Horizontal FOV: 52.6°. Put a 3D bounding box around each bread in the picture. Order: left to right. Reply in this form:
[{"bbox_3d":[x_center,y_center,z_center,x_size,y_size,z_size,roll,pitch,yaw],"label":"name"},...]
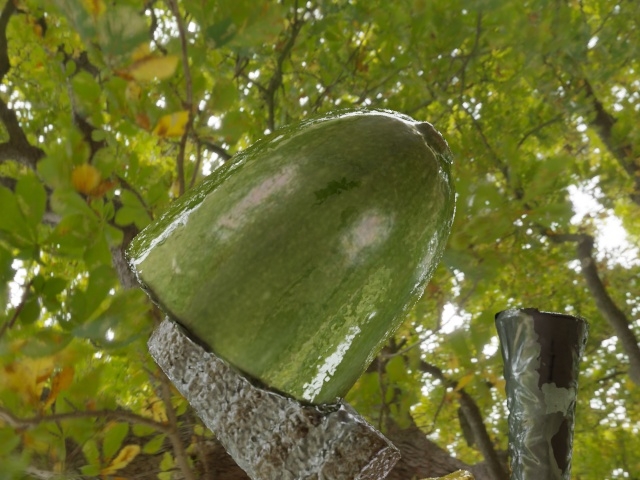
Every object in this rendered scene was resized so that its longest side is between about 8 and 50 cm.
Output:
[{"bbox_3d":[-0.087,0.220,0.935,0.165,0.113,0.416,-49,-126,-5],"label":"bread"}]

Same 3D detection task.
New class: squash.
[{"bbox_3d":[-0.006,-0.025,0.724,0.310,0.310,0.309,35,-84,-7],"label":"squash"}]

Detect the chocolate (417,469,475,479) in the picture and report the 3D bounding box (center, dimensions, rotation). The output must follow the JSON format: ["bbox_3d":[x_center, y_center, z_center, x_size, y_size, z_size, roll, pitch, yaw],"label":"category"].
[{"bbox_3d":[0.113,0.313,0.740,0.219,0.085,0.086,-5,-108,-46],"label":"chocolate"}]

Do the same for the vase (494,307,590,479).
[{"bbox_3d":[0.132,0.128,0.388,0.059,0.059,0.167,12,-108,-18],"label":"vase"}]
